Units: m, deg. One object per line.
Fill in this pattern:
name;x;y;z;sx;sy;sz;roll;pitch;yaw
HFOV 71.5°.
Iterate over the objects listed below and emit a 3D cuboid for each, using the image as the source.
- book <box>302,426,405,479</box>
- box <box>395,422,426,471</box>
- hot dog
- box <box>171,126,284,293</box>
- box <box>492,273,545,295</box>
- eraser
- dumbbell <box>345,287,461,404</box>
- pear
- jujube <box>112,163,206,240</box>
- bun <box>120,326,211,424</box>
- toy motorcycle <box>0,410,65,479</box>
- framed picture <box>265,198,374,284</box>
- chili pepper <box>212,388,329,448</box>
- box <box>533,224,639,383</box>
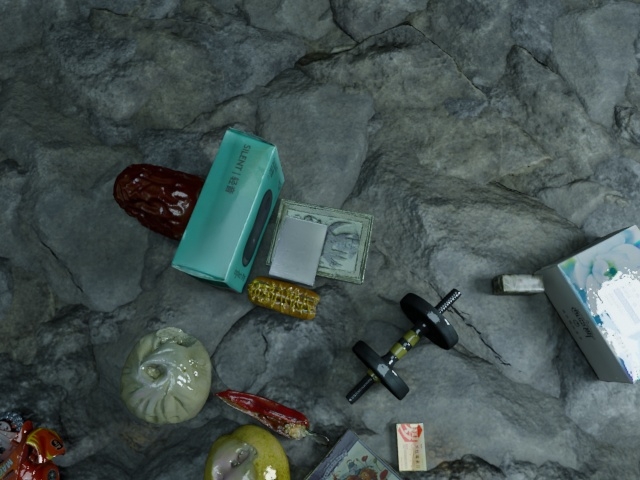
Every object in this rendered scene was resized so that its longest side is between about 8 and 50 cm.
book;0.091;0.521;0.902;0.231;0.026;0.157;42;79;4
box;0.191;0.434;0.938;0.058;0.015;0.093;-1;76;-2
hot dog;-0.085;0.127;0.999;0.165;0.045;0.071;17;78;4
box;-0.185;-0.052;0.962;0.118;0.205;0.311;18;76;2
box;0.442;0.099;0.997;0.098;0.062;0.044;-1;75;1
eraser;-0.048;0.023;1.015;0.104;0.023;0.150;15;70;1
dumbbell;0.175;0.217;0.926;0.325;0.143;0.143;-43;80;-9
pear;-0.143;0.448;0.858;0.178;0.178;0.177;0;76;0
jujube;-0.348;-0.091;1.005;0.230;0.155;0.155;20;77;13
bun;-0.319;0.276;0.921;0.179;0.128;0.193;8;74;3
toy motorcycle;-0.596;0.492;0.885;0.171;0.089;0.297;-7;77;-3
framed picture;0.000;0.000;1.048;0.232;0.010;0.172;10;76;2
chili pepper;-0.100;0.369;0.940;0.268;0.050;0.059;21;121;7
box;0.641;0.136;0.960;0.203;0.116;0.274;-25;77;-7
